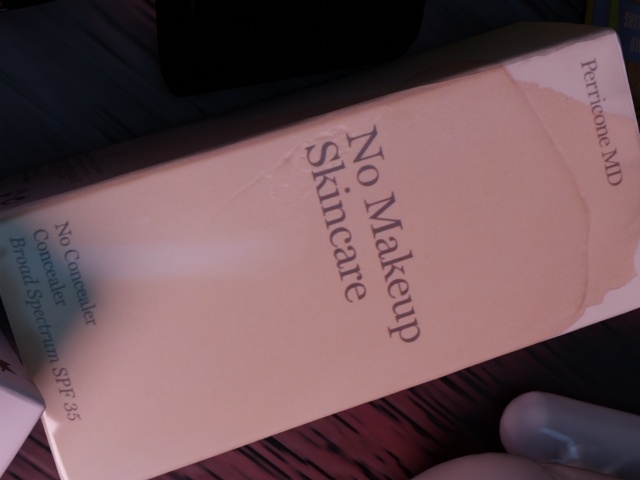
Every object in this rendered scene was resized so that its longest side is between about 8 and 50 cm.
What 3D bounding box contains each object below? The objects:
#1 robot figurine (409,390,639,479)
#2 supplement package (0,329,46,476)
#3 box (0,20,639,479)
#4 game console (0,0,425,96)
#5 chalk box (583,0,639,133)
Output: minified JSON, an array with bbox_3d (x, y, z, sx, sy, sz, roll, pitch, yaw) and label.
[{"bbox_3d":[0.152,0.225,0.734,0.353,0.200,0.300,15,55,-16],"label":"robot figurine"},{"bbox_3d":[-0.284,0.118,0.597,0.177,0.175,0.293,32,94,-33],"label":"supplement package"},{"bbox_3d":[0.000,0.000,0.702,0.311,0.121,0.148,-19,103,-10],"label":"box"},{"bbox_3d":[-0.119,-0.129,0.623,0.361,0.213,0.044,-11,59,-10],"label":"game console"},{"bbox_3d":[0.219,-0.084,0.736,0.132,0.132,0.213,2,99,-14],"label":"chalk box"}]
